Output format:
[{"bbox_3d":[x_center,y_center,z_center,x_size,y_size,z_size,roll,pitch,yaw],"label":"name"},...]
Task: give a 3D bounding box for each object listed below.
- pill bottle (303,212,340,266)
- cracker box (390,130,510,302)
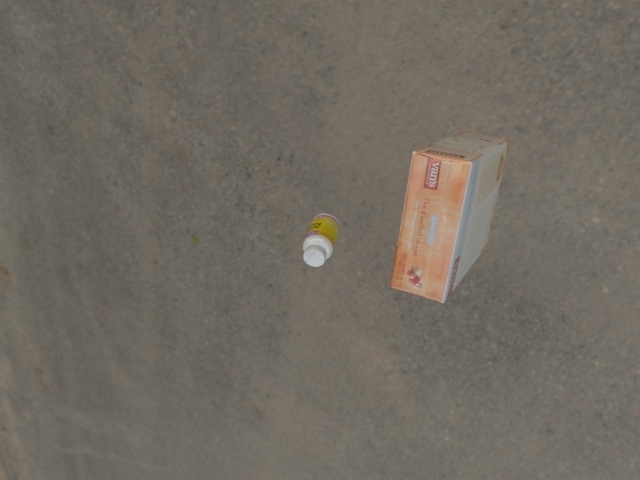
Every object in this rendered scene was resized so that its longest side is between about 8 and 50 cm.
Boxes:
[{"bbox_3d":[0.000,0.000,0.811,0.043,0.083,0.043,7,128,10],"label":"pill bottle"},{"bbox_3d":[0.162,-0.041,0.680,0.067,0.232,0.155,16,111,23],"label":"cracker box"}]
